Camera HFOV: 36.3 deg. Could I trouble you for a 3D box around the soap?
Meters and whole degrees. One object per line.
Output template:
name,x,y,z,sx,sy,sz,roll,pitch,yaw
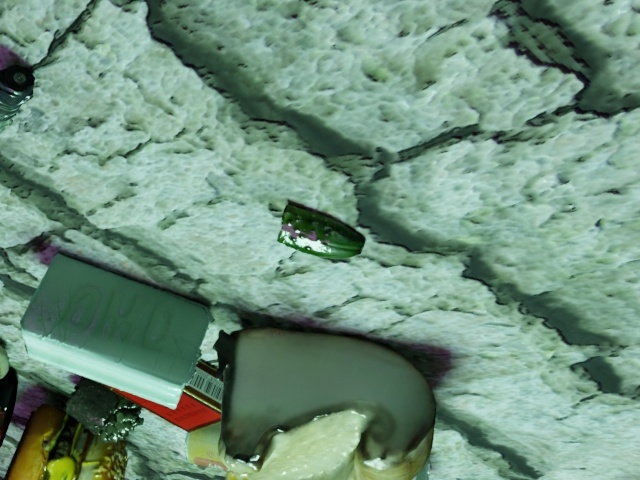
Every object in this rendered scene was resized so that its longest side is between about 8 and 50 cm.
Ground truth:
soap,-0.297,0.133,1.434,0.262,0.150,0.094,20,150,-1

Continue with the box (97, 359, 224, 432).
box,-0.269,0.229,1.629,0.240,0.074,0.153,35,148,-21

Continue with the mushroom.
mushroom,0.012,0.314,1.496,0.314,0.224,0.397,-1,144,4

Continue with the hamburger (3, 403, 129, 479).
hamburger,-0.499,0.468,1.914,0.225,0.291,0.291,19,147,-9

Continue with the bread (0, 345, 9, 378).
bread,-0.723,0.164,1.742,0.337,0.102,0.183,20,143,4

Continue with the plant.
plant,-0.397,0.315,1.806,0.143,0.092,0.094,31,137,-7

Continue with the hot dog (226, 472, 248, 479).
hot dog,-0.013,0.475,1.810,0.337,0.100,0.135,14,162,8

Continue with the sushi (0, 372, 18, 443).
sushi,-0.665,0.318,1.899,0.126,0.136,0.225,15,143,-9

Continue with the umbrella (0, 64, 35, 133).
umbrella,-0.390,-0.153,1.171,0.046,0.050,0.188,14,151,-30

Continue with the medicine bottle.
medicine bottle,-0.028,0.387,1.708,0.426,0.108,0.108,7,145,20

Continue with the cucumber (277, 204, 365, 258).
cucumber,0.000,0.000,1.199,0.108,0.035,0.067,18,145,-1
